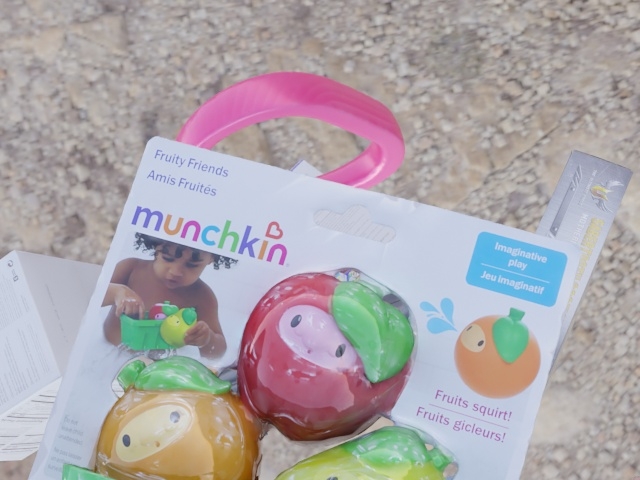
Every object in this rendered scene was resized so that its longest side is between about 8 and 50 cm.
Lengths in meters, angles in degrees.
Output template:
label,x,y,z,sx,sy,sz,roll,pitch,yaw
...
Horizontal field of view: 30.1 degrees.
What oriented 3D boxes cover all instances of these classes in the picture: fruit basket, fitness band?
label,x,y,z,sx,sy,sz,roll,pitch,yaw
fruit basket,-0.029,0.124,0.788,0.327,0.165,0.353,16,83,14
fitness band,-0.034,-0.093,1.286,0.209,0.291,0.054,-31,64,29

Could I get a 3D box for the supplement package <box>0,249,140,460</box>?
label,x,y,z,sx,sy,sz,roll,pitch,yaw
supplement package,-0.432,0.173,1.704,0.262,0.198,0.199,-33,69,21

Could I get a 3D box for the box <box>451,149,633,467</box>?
label,x,y,z,sx,sy,sz,roll,pitch,yaw
box,0.183,0.066,0.997,0.056,0.231,0.183,23,148,12

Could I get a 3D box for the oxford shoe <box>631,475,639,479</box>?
label,x,y,z,sx,sy,sz,roll,pitch,yaw
oxford shoe,0.486,0.467,1.422,0.397,0.146,0.140,42,167,8

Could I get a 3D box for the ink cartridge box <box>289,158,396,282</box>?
label,x,y,z,sx,sy,sz,roll,pitch,yaw
ink cartridge box,0.000,0.000,1.711,0.208,0.206,0.045,36,138,9

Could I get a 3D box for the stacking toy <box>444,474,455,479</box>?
label,x,y,z,sx,sy,sz,roll,pitch,yaw
stacking toy,0.191,0.487,1.630,0.302,0.165,0.175,65,168,7

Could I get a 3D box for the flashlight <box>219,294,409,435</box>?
label,x,y,z,sx,sy,sz,roll,pitch,yaw
flashlight,0.026,0.114,1.226,0.103,0.304,0.103,-172,63,-75
